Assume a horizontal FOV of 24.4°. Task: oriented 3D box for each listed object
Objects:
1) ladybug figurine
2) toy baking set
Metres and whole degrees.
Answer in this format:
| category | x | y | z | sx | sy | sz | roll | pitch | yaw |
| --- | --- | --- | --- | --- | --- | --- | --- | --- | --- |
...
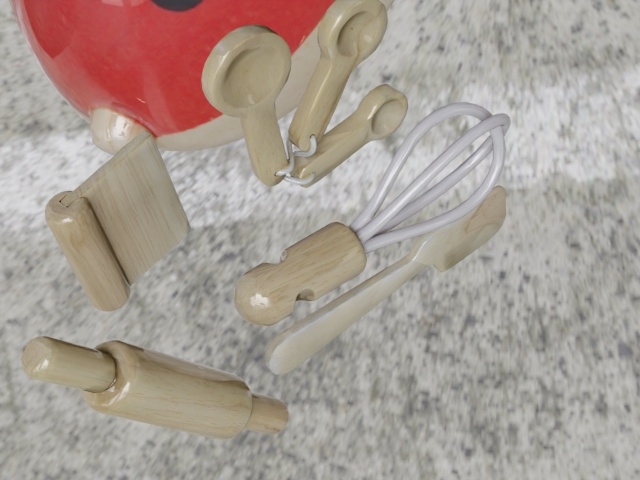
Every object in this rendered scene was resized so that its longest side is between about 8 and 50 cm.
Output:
| category | x | y | z | sx | sy | sz | roll | pitch | yaw |
| --- | --- | --- | --- | --- | --- | --- | --- | --- | --- |
| ladybug figurine | -0.068 | -0.270 | 0.902 | 0.305 | 0.162 | 0.449 | 10 | 82 | 23 |
| toy baking set | -0.005 | 0.005 | 0.618 | 0.196 | 0.256 | 0.030 | -51 | 55 | 6 |
